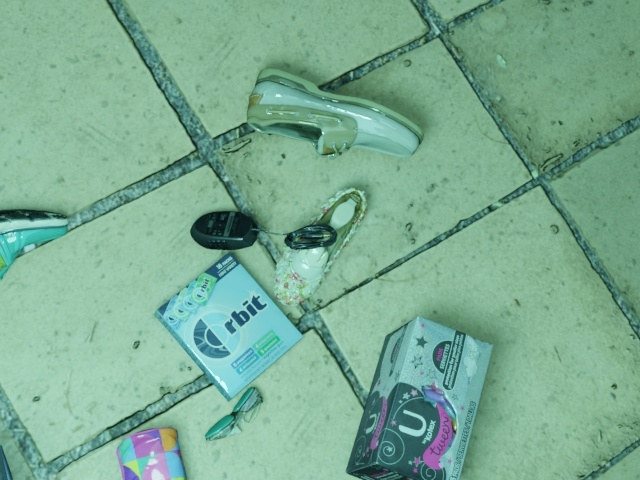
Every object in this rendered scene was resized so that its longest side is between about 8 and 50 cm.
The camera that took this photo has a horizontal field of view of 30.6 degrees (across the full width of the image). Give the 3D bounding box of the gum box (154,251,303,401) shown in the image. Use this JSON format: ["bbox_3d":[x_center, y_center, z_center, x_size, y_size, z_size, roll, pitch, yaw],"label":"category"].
[{"bbox_3d":[-0.147,0.137,1.874,0.157,0.041,0.184,-40,87,-22],"label":"gum box"}]

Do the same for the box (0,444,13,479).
[{"bbox_3d":[-0.474,0.449,1.556,0.183,0.296,0.294,-13,78,-18],"label":"box"}]

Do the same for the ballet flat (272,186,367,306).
[{"bbox_3d":[0.000,0.000,1.936,0.091,0.077,0.241,34,69,-3],"label":"ballet flat"}]

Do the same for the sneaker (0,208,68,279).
[{"bbox_3d":[-0.517,0.022,1.797,0.275,0.107,0.110,-22,109,-24],"label":"sneaker"}]

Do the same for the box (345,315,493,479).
[{"bbox_3d":[0.155,0.266,1.847,0.142,0.163,0.247,21,69,-9],"label":"box"}]

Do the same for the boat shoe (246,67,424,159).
[{"bbox_3d":[0.021,-0.190,1.989,0.302,0.113,0.103,19,70,3],"label":"boat shoe"}]

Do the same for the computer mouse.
[{"bbox_3d":[-0.093,-0.006,1.899,0.242,0.041,0.071,5,43,10],"label":"computer mouse"}]

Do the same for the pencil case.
[{"bbox_3d":[-0.240,0.398,1.740,0.104,0.104,0.236,-8,74,-17],"label":"pencil case"}]

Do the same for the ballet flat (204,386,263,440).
[{"bbox_3d":[-0.131,0.282,1.836,0.041,0.041,0.114,44,69,1],"label":"ballet flat"}]
